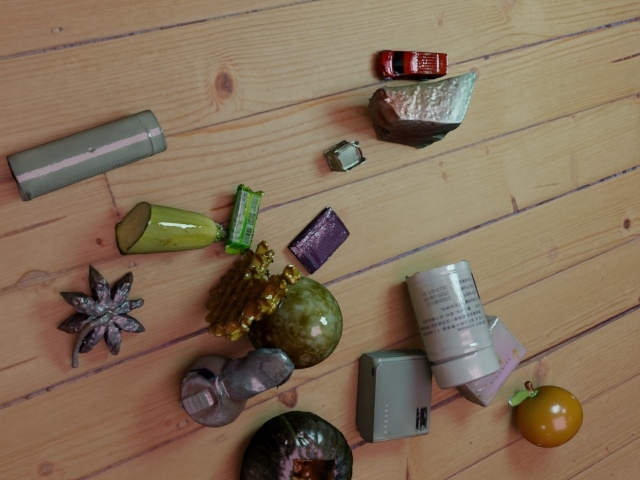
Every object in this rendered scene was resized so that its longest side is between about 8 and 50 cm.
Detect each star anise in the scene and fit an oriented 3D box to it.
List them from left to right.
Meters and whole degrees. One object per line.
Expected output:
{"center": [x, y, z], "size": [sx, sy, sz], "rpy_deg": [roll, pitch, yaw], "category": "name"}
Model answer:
{"center": [-0.516, 0.187, 1.634], "size": [0.230, 0.081, 0.262], "rpy_deg": [36, 78, -36], "category": "star anise"}

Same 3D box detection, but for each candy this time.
{"center": [-0.197, -0.051, 1.767], "size": [0.102, 0.032, 0.178], "rpy_deg": [13, 89, -60], "category": "candy"}

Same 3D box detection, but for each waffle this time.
{"center": [-0.174, 0.131, 1.677], "size": [0.260, 0.293, 0.069], "rpy_deg": [-45, 114, -2], "category": "waffle"}

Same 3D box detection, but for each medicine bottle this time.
{"center": [0.375, 0.238, 1.966], "size": [0.190, 0.190, 0.332], "rpy_deg": [-11, 80, -25], "category": "medicine bottle"}

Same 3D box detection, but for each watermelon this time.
{"center": [0.274, -0.340, 1.882], "size": [0.302, 0.264, 0.151], "rpy_deg": [-14, 90, -14], "category": "watermelon"}

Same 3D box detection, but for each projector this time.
{"center": [-0.523, -0.195, 1.566], "size": [0.337, 0.108, 0.108], "rpy_deg": [-24, 107, -22], "category": "projector"}
{"center": [0.216, 0.448, 2.019], "size": [0.198, 0.108, 0.250], "rpy_deg": [-1, 96, -26], "category": "projector"}

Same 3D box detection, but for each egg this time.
{"center": [-0.058, 0.210, 1.746], "size": [0.238, 0.289, 0.238], "rpy_deg": [-5, 101, -29], "category": "egg"}

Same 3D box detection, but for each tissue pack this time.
{"center": [0.498, 0.366, 2.138], "size": [0.185, 0.124, 0.225], "rpy_deg": [46, 76, -21], "category": "tissue pack"}

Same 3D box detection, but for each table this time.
{"center": [0.068, -0.228, 1.868], "size": [0.079, 0.083, 0.062], "rpy_deg": [-32, 110, -19], "category": "table"}

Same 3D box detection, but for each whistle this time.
{"center": [-0.208, 0.346, 1.714], "size": [0.348, 0.189, 0.189], "rpy_deg": [-27, 114, 22], "category": "whistle"}

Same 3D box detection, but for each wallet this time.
{"center": [0.000, 0.000, 1.894], "size": [0.166, 0.030, 0.111], "rpy_deg": [-47, 113, -15], "category": "wallet"}

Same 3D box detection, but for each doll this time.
{"center": [0.724, 0.545, 2.242], "size": [0.213, 0.213, 0.236], "rpy_deg": [-38, 98, -17], "category": "doll"}

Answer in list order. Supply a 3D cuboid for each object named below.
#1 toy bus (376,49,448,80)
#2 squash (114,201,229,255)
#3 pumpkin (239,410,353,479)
{"center": [0.254, -0.488, 1.924], "size": [0.195, 0.089, 0.081], "rpy_deg": [-4, 98, -26], "category": "toy bus"}
{"center": [-0.334, -0.032, 1.670], "size": [0.287, 0.137, 0.137], "rpy_deg": [-1, 97, -29], "category": "squash"}
{"center": [-0.059, 0.611, 1.853], "size": [0.320, 0.192, 0.320], "rpy_deg": [-2, 96, -27], "category": "pumpkin"}
